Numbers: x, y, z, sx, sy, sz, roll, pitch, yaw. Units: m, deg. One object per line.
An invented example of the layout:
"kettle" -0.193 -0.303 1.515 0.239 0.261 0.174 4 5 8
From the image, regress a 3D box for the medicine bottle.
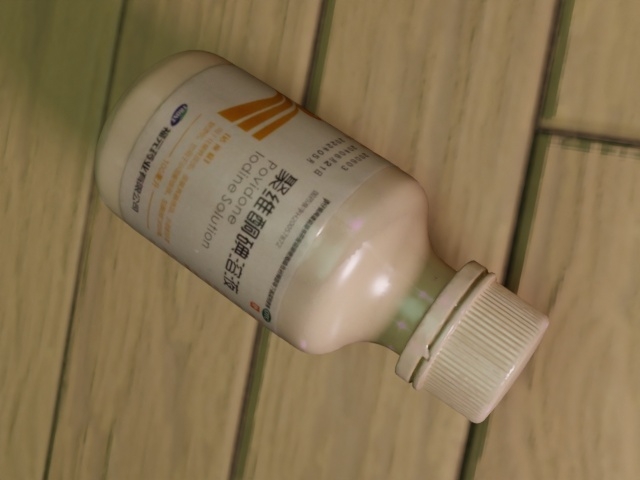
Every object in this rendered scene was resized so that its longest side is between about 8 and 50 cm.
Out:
"medicine bottle" 0.000 0.000 0.440 0.252 0.114 0.114 35 100 17
